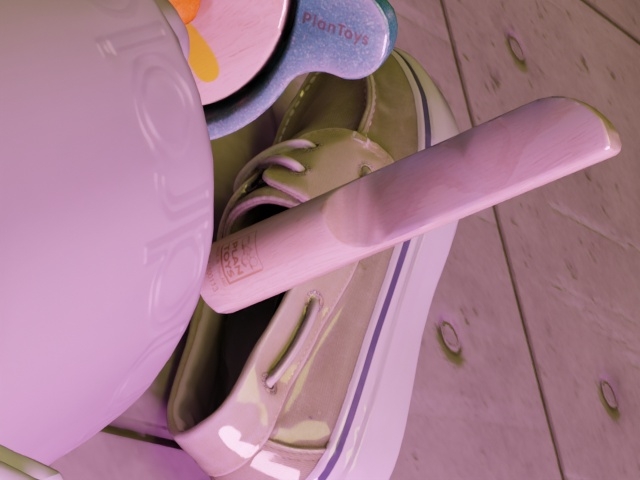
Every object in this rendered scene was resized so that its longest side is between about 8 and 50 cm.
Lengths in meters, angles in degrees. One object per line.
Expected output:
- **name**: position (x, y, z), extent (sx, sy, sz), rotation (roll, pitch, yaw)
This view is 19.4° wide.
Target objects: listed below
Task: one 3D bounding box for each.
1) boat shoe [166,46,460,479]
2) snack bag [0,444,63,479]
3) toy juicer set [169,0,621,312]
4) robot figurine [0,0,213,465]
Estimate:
- **boat shoe**: position (0.000, 0.000, 0.902), extent (0.094, 0.109, 0.302), rotation (44, 37, -32)
- **snack bag**: position (-0.215, 0.145, 0.288), extent (0.323, 0.037, 0.343), rotation (33, 79, -48)
- **toy juicer set**: position (-0.077, -0.078, 0.699), extent (0.329, 0.209, 0.089), rotation (45, 34, 5)
- **robot figurine**: position (-0.160, -0.001, 0.504), extent (0.353, 0.199, 0.300), rotation (-33, 127, -63)
